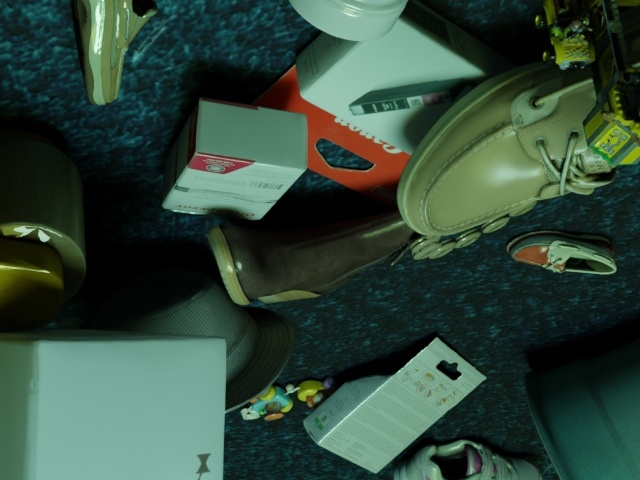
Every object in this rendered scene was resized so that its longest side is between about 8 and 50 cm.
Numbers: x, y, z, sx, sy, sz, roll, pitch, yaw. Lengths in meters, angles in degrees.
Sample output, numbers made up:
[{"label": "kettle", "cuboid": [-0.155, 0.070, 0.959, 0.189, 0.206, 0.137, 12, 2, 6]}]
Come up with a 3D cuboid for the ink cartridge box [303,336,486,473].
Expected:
[{"label": "ink cartridge box", "cuboid": [0.108, 0.228, 1.573, 0.225, 0.056, 0.181, -44, 140, 6]}]

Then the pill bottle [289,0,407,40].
[{"label": "pill bottle", "cuboid": [0.060, -0.273, 0.824, 0.136, 0.136, 0.245, 8, 141, -21]}]

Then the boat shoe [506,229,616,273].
[{"label": "boat shoe", "cuboid": [0.296, 0.018, 1.341, 0.137, 0.043, 0.049, 3, 144, -13]}]

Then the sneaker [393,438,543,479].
[{"label": "sneaker", "cuboid": [0.252, 0.381, 1.771, 0.252, 0.103, 0.111, 4, 143, -17]}]

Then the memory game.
[{"label": "memory game", "cuboid": [0.181, -0.026, 1.215, 0.186, 0.012, 0.186, -25, 165, -7]}]

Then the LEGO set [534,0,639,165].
[{"label": "LEGO set", "cuboid": [0.363, -0.196, 0.887, 0.331, 0.254, 0.192, 4, 160, -8]}]

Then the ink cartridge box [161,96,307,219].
[{"label": "ink cartridge box", "cuboid": [-0.088, -0.077, 1.086, 0.109, 0.063, 0.150, 7, 160, -19]}]

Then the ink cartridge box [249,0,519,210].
[{"label": "ink cartridge box", "cuboid": [0.081, -0.113, 1.110, 0.275, 0.060, 0.239, 23, 132, -36]}]

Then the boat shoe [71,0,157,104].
[{"label": "boat shoe", "cuboid": [-0.176, -0.194, 0.948, 0.072, 0.068, 0.190, -11, 145, -16]}]

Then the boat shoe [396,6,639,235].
[{"label": "boat shoe", "cuboid": [0.228, -0.104, 1.019, 0.341, 0.110, 0.121, -35, 131, 0]}]

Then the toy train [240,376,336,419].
[{"label": "toy train", "cuboid": [-0.029, 0.247, 1.582, 0.166, 0.046, 0.125, -2, 143, -10]}]

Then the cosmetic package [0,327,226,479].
[{"label": "cosmetic package", "cuboid": [-0.334, 0.169, 1.121, 0.453, 0.161, 0.230, -1, 175, 40]}]

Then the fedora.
[{"label": "fedora", "cuboid": [-0.179, 0.113, 1.264, 0.275, 0.243, 0.124, -14, 116, 27]}]

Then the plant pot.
[{"label": "plant pot", "cuboid": [0.509, 0.256, 1.489, 0.334, 0.341, 0.341, -31, 139, 16]}]

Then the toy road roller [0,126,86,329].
[{"label": "toy road roller", "cuboid": [-0.354, -0.078, 0.960, 0.330, 0.202, 0.240, 11, 128, -24]}]

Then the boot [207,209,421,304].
[{"label": "boot", "cuboid": [0.000, 0.000, 1.190, 0.207, 0.090, 0.248, -22, 166, 8]}]
